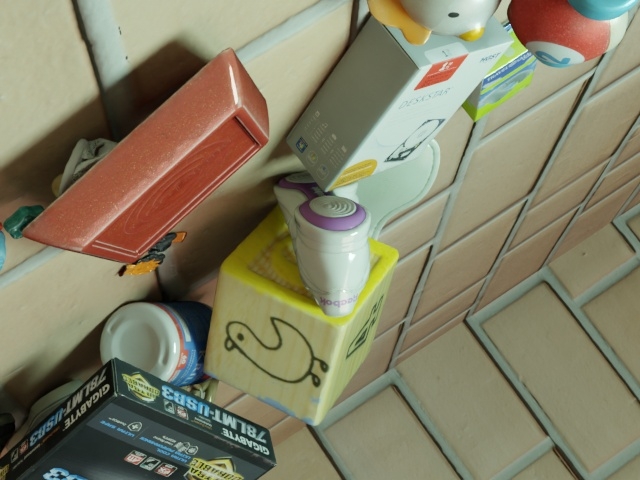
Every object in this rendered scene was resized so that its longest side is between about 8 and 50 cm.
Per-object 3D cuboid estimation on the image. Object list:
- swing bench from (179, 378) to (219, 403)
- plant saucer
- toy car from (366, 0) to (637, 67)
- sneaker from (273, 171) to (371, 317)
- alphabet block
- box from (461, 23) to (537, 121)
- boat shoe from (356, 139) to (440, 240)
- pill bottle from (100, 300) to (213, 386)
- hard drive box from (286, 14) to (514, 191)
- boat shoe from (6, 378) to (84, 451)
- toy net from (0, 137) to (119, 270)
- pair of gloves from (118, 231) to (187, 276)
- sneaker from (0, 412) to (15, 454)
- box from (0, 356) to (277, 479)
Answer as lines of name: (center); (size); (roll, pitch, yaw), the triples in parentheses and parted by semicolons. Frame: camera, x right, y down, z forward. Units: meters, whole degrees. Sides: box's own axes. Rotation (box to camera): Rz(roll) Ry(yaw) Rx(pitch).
swing bench: (-0.242, 0.287, 1.893); (0.255, 0.165, 0.253); (-59, 167, -12)
plant saucer: (-0.153, -0.065, 1.177); (0.258, 0.048, 0.259); (-42, 173, 0)
toy car: (0.166, -0.253, 1.175); (0.238, 0.210, 0.219); (-22, 175, -3)
sneaker: (0.000, 0.000, 1.481); (0.114, 0.152, 0.305); (-3, -163, -2)
alphabet block: (-0.028, 0.097, 1.591); (0.193, 0.192, 0.197); (-52, 161, -48)
box: (0.255, -0.242, 1.640); (0.109, 0.042, 0.178); (-34, 165, -7)
boat shoe: (0.072, -0.075, 1.666); (0.114, 0.091, 0.302); (24, 135, -19)
pill bottle: (-0.204, 0.147, 1.661); (0.124, 0.124, 0.221); (-41, 164, 17)
hard drive box: (0.091, -0.179, 1.395); (0.181, 0.089, 0.232); (-23, 159, -41)
boat shoe: (-0.397, 0.289, 1.746); (0.079, 0.081, 0.227); (-19, 158, -45)
toy net: (-0.280, -0.038, 1.115); (0.232, 0.045, 0.122); (-39, 163, 5)
pair of gloves: (-0.211, 0.018, 1.478); (0.083, 0.010, 0.074); (-47, 161, 32)
sneaker: (-0.484, 0.344, 1.645); (0.227, 0.130, 0.087); (-45, 164, 20)
box: (-0.264, 0.316, 1.606); (0.293, 0.073, 0.295); (-41, 131, 20)
